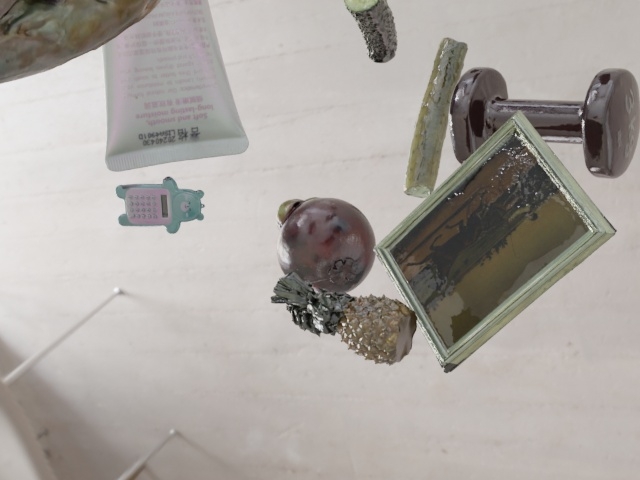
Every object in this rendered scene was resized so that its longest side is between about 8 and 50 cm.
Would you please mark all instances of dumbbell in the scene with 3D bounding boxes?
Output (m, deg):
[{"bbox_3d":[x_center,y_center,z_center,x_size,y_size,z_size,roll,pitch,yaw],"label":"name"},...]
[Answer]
[{"bbox_3d":[0.286,-0.154,1.158,0.225,0.124,0.140,9,124,35],"label":"dumbbell"}]

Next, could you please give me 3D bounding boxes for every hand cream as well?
[{"bbox_3d":[-0.206,-0.275,1.135,0.118,0.185,0.358,-176,77,-69],"label":"hand cream"}]

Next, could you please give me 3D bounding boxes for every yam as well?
[{"bbox_3d":[0.260,-0.282,2.056,0.083,0.083,0.371,11,86,22],"label":"yam"}]

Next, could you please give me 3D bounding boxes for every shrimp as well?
[{"bbox_3d":[-0.209,-0.162,0.591,0.062,0.317,0.164,52,144,11],"label":"shrimp"}]

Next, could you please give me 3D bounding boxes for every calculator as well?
[{"bbox_3d":[-0.251,-0.054,1.414,0.141,0.019,0.094,0,110,2],"label":"calculator"}]

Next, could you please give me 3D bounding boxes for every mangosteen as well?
[{"bbox_3d":[0.000,0.000,1.533,0.200,0.200,0.200,13,123,21],"label":"mangosteen"}]

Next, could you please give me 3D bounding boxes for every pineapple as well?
[{"bbox_3d":[0.021,0.078,0.948,0.159,0.074,0.074,17,125,27],"label":"pineapple"}]

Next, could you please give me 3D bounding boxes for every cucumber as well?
[{"bbox_3d":[0.077,-0.307,1.268,0.058,0.187,0.058,-2,79,13],"label":"cucumber"}]

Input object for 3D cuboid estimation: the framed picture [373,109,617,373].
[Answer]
[{"bbox_3d":[0.183,0.000,1.026,0.252,0.014,0.197,-45,54,24],"label":"framed picture"}]
